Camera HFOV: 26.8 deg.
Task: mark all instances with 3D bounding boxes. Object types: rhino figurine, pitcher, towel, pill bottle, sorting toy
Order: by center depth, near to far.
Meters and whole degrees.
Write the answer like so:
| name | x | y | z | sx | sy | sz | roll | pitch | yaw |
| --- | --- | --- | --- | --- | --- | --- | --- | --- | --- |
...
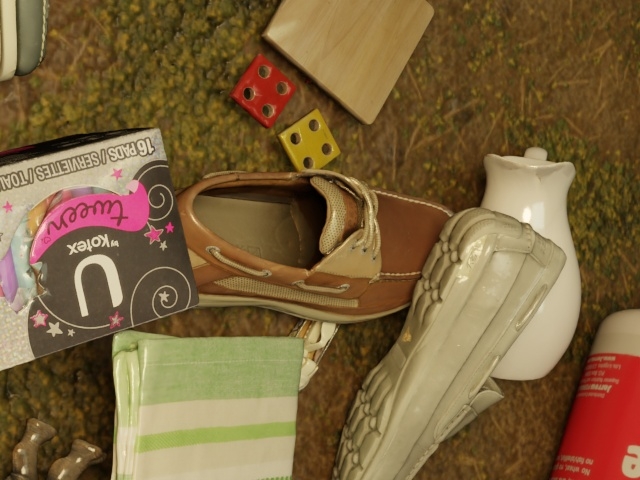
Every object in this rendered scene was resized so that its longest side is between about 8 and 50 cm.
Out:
| name | x | y | z | sx | sy | sz | roll | pitch | yaw |
| --- | --- | --- | --- | --- | --- | --- | --- | --- | --- |
| towel | -0.099 | 0.235 | 1.061 | 0.248 | 0.038 | 0.324 | 9 | 86 | -59 |
| rhino figurine | -0.164 | 0.247 | 1.077 | 0.243 | 0.073 | 0.106 | 43 | 64 | -33 |
| sorting toy | 0.014 | -0.186 | 1.203 | 0.132 | 0.046 | 0.274 | 38 | 70 | -27 |
| pitcher | 0.191 | 0.016 | 1.280 | 0.178 | 0.125 | 0.207 | -31 | 128 | -72 |
| pill bottle | 0.324 | 0.290 | 1.297 | 0.229 | 0.229 | 0.407 | 27 | 76 | -30 |

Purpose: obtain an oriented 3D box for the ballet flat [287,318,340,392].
| name | x | y | z | sx | sy | sz | roll | pitch | yaw |
| --- | --- | --- | --- | --- | --- | --- | --- | --- | --- |
| ballet flat | -0.013 | 0.098 | 1.191 | 0.041 | 0.041 | 0.114 | 37 | 72 | -27 |

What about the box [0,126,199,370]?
| name | x | y | z | sx | sy | sz | roll | pitch | yaw |
| --- | --- | --- | --- | --- | --- | --- | --- | --- | --- |
| box | -0.240 | 0.015 | 0.971 | 0.247 | 0.163 | 0.142 | -19 | 102 | -31 |

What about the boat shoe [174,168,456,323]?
| name | x | y | z | sx | sy | sz | roll | pitch | yaw |
| --- | --- | --- | --- | --- | --- | --- | --- | --- | --- |
| boat shoe | 0.000 | 0.000 | 1.136 | 0.324 | 0.116 | 0.123 | -3 | 70 | -33 |

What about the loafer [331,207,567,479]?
| name | x | y | z | sx | sy | sz | roll | pitch | yaw |
| --- | --- | --- | --- | --- | --- | --- | --- | --- | --- |
| loafer | 0.107 | 0.126 | 1.171 | 0.111 | 0.112 | 0.319 | 22 | 109 | -16 |

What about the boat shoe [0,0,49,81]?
| name | x | y | z | sx | sy | sz | roll | pitch | yaw |
| --- | --- | --- | --- | --- | --- | --- | --- | --- | --- |
| boat shoe | -0.211 | -0.277 | 1.019 | 0.099 | 0.116 | 0.319 | 2 | 84 | -29 |
